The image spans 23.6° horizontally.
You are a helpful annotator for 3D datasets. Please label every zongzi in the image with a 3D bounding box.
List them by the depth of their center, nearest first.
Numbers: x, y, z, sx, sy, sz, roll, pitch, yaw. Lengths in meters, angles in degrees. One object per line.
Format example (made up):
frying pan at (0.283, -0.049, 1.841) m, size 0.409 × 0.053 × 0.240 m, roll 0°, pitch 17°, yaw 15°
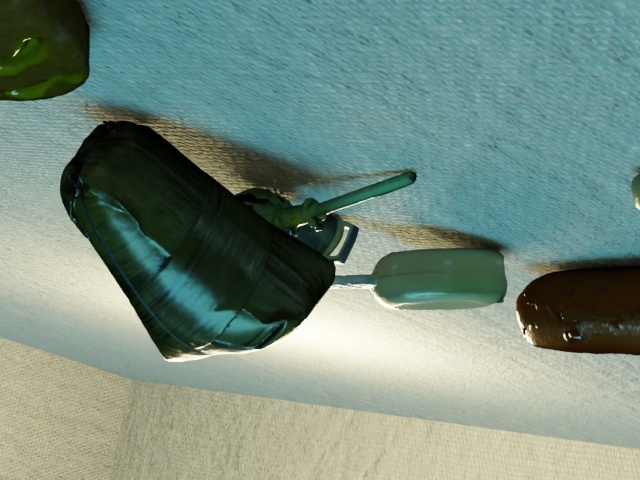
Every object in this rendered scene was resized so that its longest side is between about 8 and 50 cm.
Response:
zongzi at (-0.175, 0.025, 1.561) m, size 0.286 × 0.138 × 0.300 m, roll 38°, pitch 147°, yaw -18°

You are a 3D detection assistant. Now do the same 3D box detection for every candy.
candy at (-0.002, -0.034, 1.556) m, size 0.091 × 0.083 × 0.305 m, roll -32°, pitch -170°, yaw -40°

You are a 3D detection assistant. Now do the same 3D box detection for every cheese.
cheese at (0.093, 0.044, 1.698) m, size 0.227 × 0.064 × 0.137 m, roll -2°, pitch 170°, yaw -7°

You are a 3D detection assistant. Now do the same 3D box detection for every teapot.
teapot at (0.000, 0.000, 1.700) m, size 0.088 × 0.057 × 0.066 m, roll 4°, pitch 168°, yaw 31°

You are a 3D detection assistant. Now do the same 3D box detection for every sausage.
sausage at (0.331, 0.076, 1.646) m, size 0.102 × 0.102 × 0.330 m, roll 19°, pitch 168°, yaw -32°

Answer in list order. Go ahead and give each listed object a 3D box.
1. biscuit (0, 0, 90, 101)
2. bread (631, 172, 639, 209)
biscuit at (-0.352, -0.183, 1.122) m, size 0.350 × 0.070 × 0.394 m, roll 7°, pitch 168°, yaw 22°
bread at (0.340, -0.033, 1.222) m, size 0.073 × 0.053 × 0.214 m, roll 15°, pitch 168°, yaw -38°
